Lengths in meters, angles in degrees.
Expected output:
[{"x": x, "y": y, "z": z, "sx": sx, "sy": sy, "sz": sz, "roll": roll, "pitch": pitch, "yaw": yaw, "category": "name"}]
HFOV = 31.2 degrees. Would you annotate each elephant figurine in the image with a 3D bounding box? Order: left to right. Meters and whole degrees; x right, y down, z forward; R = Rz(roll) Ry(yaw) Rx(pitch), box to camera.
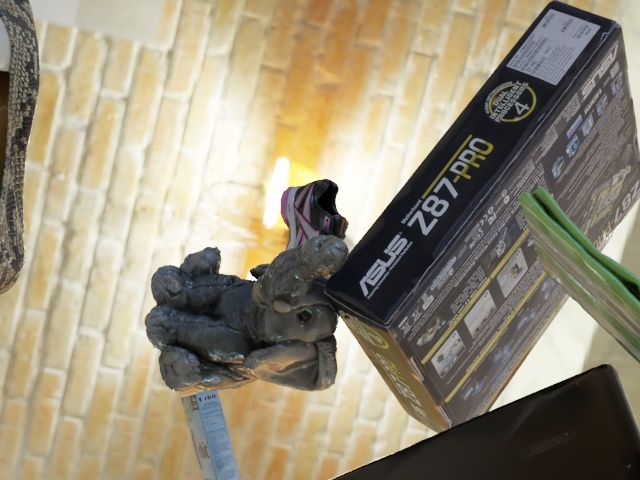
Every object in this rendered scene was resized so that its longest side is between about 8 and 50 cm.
[{"x": -0.043, "y": 0.080, "z": 1.164, "sx": 0.186, "sy": 0.240, "sz": 0.169, "roll": -24, "pitch": 103, "yaw": -66, "category": "elephant figurine"}]

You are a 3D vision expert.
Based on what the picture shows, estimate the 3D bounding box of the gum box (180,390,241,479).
[{"x": -0.180, "y": 0.341, "z": 1.898, "sx": 0.157, "sy": 0.041, "sz": 0.184, "roll": 148, "pitch": -72, "yaw": -72, "category": "gum box"}]

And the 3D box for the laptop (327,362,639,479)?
[{"x": 0.088, "y": 0.337, "z": 0.727, "sx": 0.236, "sy": 0.382, "sz": 0.408, "roll": 60, "pitch": 14, "yaw": -20, "category": "laptop"}]

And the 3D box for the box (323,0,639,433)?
[{"x": 0.198, "y": -0.007, "z": 1.225, "sx": 0.395, "sy": 0.097, "sz": 0.318, "roll": -52, "pitch": 145, "yaw": -13, "category": "box"}]

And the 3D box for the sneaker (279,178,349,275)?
[{"x": 0.000, "y": 0.000, "z": 1.417, "sx": 0.077, "sy": 0.072, "sz": 0.178, "roll": -27, "pitch": -115, "yaw": 32, "category": "sneaker"}]

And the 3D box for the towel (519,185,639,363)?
[{"x": 0.174, "y": 0.027, "z": 0.701, "sx": 0.023, "sy": 0.113, "sz": 0.152, "roll": -43, "pitch": 156, "yaw": -1, "category": "towel"}]

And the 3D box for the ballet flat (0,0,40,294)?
[{"x": -0.455, "y": -0.155, "z": 1.481, "sx": 0.182, "sy": 0.164, "sz": 0.482, "roll": -44, "pitch": 135, "yaw": -88, "category": "ballet flat"}]
